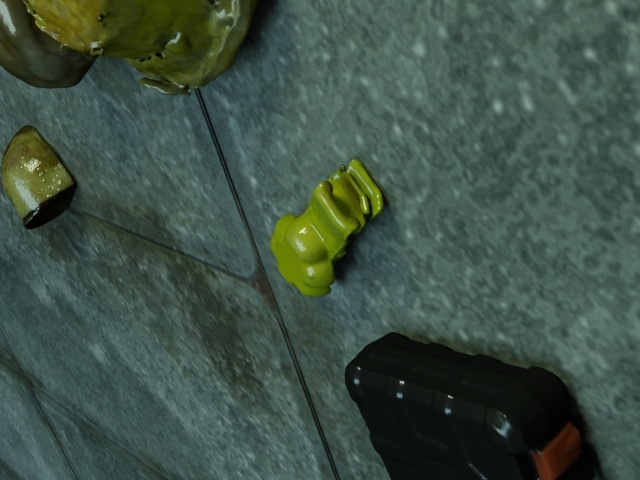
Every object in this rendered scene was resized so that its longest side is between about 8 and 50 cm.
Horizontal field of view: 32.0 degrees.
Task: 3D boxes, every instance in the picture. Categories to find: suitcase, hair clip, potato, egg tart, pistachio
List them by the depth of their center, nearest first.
[{"bbox_3d":[-0.165,-0.231,0.821,0.295,0.116,0.295,40,149,31],"label":"egg tart"},{"bbox_3d":[0.139,0.213,0.872,0.206,0.066,0.286,9,127,54],"label":"suitcase"},{"bbox_3d":[0.000,0.000,0.883,0.072,0.046,0.173,57,154,6],"label":"hair clip"},{"bbox_3d":[-0.258,-0.224,0.994,0.108,0.126,0.185,-18,106,17],"label":"pistachio"},{"bbox_3d":[-0.348,-0.076,1.325,0.103,0.066,0.096,55,149,7],"label":"potato"}]
